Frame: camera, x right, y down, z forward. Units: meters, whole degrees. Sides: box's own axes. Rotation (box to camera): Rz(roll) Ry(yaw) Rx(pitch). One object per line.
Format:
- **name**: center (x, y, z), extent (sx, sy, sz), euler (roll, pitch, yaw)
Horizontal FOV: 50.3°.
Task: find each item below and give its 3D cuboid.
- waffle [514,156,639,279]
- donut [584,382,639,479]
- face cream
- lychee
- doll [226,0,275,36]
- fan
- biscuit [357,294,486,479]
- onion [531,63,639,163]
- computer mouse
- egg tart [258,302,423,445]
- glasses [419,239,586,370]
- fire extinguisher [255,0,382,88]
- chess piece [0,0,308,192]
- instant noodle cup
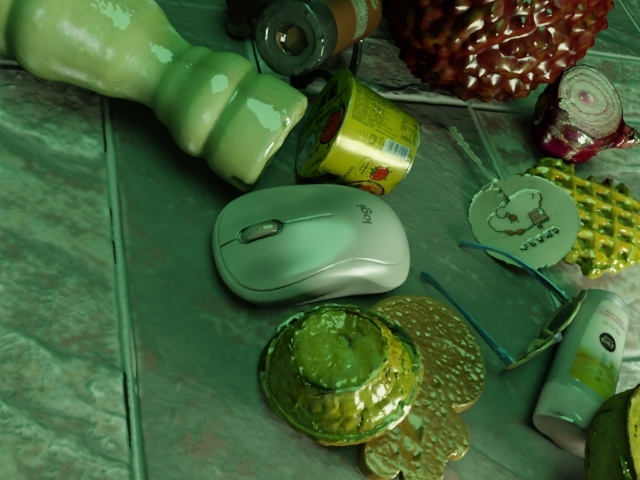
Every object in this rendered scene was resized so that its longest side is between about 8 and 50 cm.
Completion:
- **waffle**: center (0.481, -0.054, 1.246), extent (0.291, 0.051, 0.291), euler (9, 54, -12)
- **donut**: center (0.451, 0.324, 0.912), extent (0.272, 0.107, 0.272), euler (20, 55, -32)
- **face cream**: center (0.405, 0.194, 1.037), extent (0.107, 0.073, 0.269), euler (35, 52, 3)
- **lychee**: center (0.323, -0.477, 1.250), extent (0.424, 0.425, 0.500), euler (30, 52, -1)
- **doll**: center (-0.092, -0.493, 1.256), extent (0.196, 0.152, 0.256), euler (12, 53, -16)
- **fan**: center (0.319, -0.088, 1.207), extent (0.190, 0.009, 0.329), euler (-28, 62, -10)
- **biscuit**: center (0.126, 0.200, 0.929), extent (0.202, 0.044, 0.289), euler (16, 54, -5)
- **onion**: center (0.524, -0.226, 1.342), extent (0.218, 0.140, 0.195), euler (23, 55, -7)
- **computer mouse**: center (0.000, 0.000, 0.971), extent (0.296, 0.121, 0.184), euler (3, 57, -23)
- **egg tart**: center (0.026, 0.154, 0.861), extent (0.212, 0.090, 0.213), euler (0, 48, 0)
- **glasses**: center (0.277, 0.100, 1.073), extent (0.220, 0.088, 0.189), euler (33, 48, 27)
- **fire extinguisher**: center (0.012, -0.349, 1.150), extent (0.113, 0.200, 0.376), euler (31, 36, 6)
- **chess piece**: center (-0.243, -0.254, 0.992), extent (0.442, 0.234, 0.234), euler (34, 50, -4)
- **instant noodle cup**: center (0.063, -0.158, 1.082), extent (0.144, 0.182, 0.182), euler (21, 50, -21)
